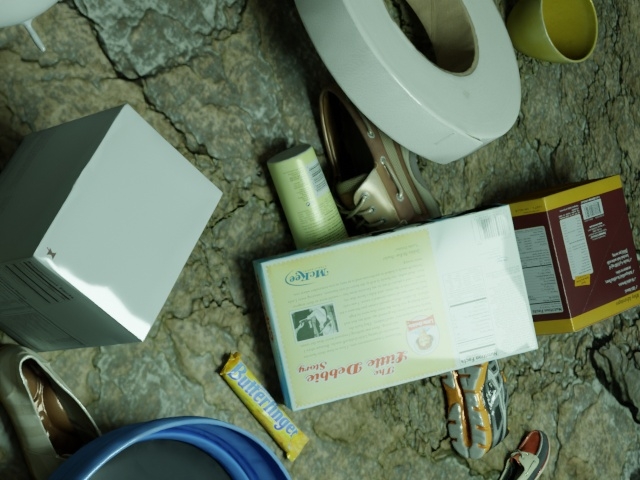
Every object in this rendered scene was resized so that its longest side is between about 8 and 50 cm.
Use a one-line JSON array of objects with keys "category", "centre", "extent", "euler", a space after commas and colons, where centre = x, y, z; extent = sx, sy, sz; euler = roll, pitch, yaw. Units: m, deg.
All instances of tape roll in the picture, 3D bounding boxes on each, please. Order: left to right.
[{"category": "tape roll", "centre": [0.115, -0.284, 1.792], "extent": [0.392, 0.072, 0.392], "euler": [32, 43, -35]}]

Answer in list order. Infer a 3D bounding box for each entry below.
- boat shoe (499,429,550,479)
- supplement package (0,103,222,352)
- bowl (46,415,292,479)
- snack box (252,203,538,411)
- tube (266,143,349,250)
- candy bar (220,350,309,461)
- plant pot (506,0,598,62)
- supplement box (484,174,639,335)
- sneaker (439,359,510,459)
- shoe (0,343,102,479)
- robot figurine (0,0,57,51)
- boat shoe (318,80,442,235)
[{"category": "boat shoe", "centre": [0.282, 0.322, 1.959], "extent": [0.043, 0.049, 0.137], "euler": [44, 62, -27]}, {"category": "supplement package", "centre": [-0.246, -0.007, 1.417], "extent": [0.149, 0.203, 0.194], "euler": [43, 58, -29]}, {"category": "bowl", "centre": [-0.173, 0.378, 1.477], "extent": [0.391, 0.077, 0.391], "euler": [-4, 96, -45]}, {"category": "snack box", "centre": [0.093, 0.079, 1.703], "extent": [0.322, 0.060, 0.187], "euler": [-13, 95, -11]}, {"category": "tube", "centre": [0.000, 0.000, 1.745], "extent": [0.062, 0.070, 0.240], "euler": [-65, 135, -69]}, {"category": "candy bar", "centre": [-0.069, 0.199, 1.674], "extent": [0.161, 0.018, 0.040], "euler": [54, 53, -24]}, {"category": "plant pot", "centre": [0.334, -0.322, 2.068], "extent": [0.134, 0.095, 0.134], "euler": [8, 77, -42]}, {"category": "supplement box", "centre": [0.350, 0.023, 2.007], "extent": [0.191, 0.129, 0.194], "euler": [-16, 95, -43]}, {"category": "sneaker", "centre": [0.215, 0.186, 1.898], "extent": [0.083, 0.084, 0.214], "euler": [-10, 100, -45]}, {"category": "shoe", "centre": [-0.275, 0.207, 1.456], "extent": [0.076, 0.058, 0.219], "euler": [-40, 110, -38]}, {"category": "robot figurine", "centre": [-0.345, -0.364, 1.382], "extent": [0.300, 0.200, 0.353], "euler": [-5, 87, -34]}, {"category": "boat shoe", "centre": [0.067, -0.059, 1.780], "extent": [0.116, 0.123, 0.324], "euler": [-10, 82, -39]}]
